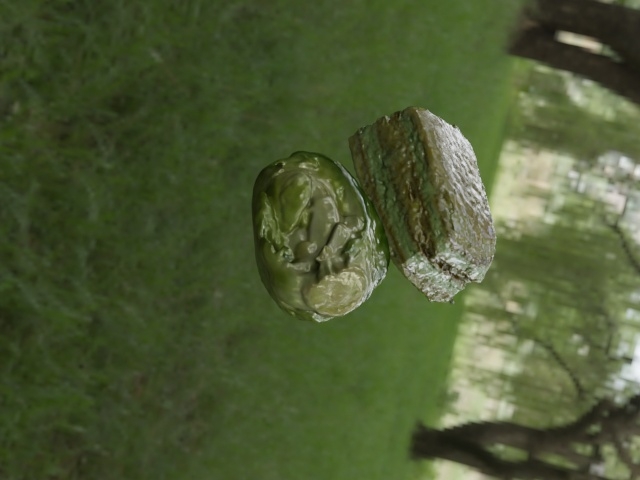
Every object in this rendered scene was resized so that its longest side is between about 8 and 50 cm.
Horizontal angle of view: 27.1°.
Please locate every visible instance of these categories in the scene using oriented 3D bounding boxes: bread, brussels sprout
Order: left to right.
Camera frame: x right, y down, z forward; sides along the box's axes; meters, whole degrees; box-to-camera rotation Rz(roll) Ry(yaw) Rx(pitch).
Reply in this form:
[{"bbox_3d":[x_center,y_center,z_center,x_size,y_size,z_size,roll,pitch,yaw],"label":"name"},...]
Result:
[{"bbox_3d":[0.001,0.004,1.298,0.145,0.131,0.183,81,-3,-58],"label":"brussels sprout"},{"bbox_3d":[0.120,-0.043,1.471,0.138,0.102,0.196,27,43,-50],"label":"bread"}]
